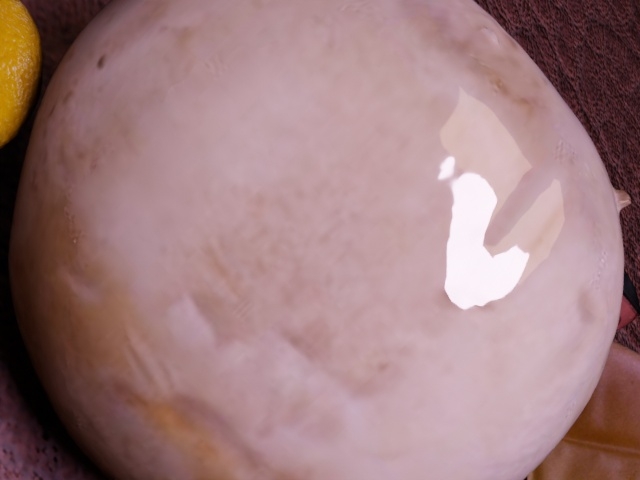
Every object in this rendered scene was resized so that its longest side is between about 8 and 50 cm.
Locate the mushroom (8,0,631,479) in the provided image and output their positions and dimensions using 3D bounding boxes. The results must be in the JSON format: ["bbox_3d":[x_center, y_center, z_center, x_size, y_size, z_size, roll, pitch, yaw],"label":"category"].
[{"bbox_3d":[0.000,0.000,0.595,0.290,0.292,0.292,-40,111,-75],"label":"mushroom"}]

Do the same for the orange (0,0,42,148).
[{"bbox_3d":[-0.169,-0.080,0.536,0.085,0.085,0.095,34,54,-42],"label":"orange"}]

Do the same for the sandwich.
[{"bbox_3d":[0.269,0.151,0.957,0.108,0.186,0.220,32,52,-46],"label":"sandwich"}]

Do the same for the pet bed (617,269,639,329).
[{"bbox_3d":[0.199,-0.009,0.968,0.201,0.053,0.201,51,12,-15],"label":"pet bed"}]
